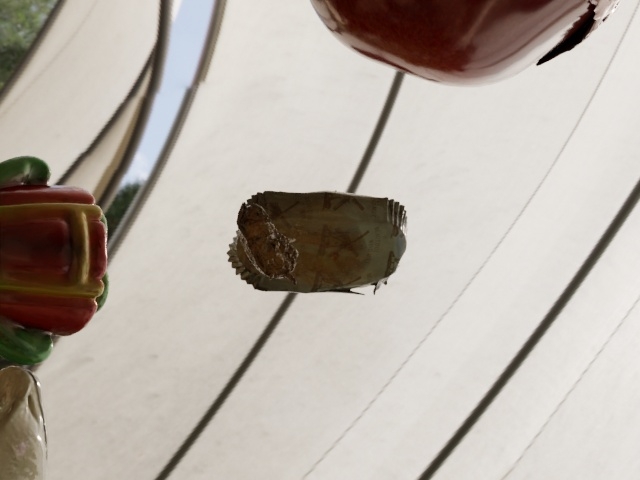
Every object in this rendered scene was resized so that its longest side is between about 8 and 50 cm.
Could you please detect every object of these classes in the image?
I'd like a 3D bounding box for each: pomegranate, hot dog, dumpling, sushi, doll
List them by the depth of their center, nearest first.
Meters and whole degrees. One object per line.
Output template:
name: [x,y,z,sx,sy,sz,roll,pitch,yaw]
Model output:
pomegranate: [0.086,-0.189,0.417,0.210,0.235,0.210,-1,-93,22]
doll: [-0.335,0.004,0.533,0.160,0.363,0.183,-11,-103,53]
sushi: [-0.067,0.006,0.897,0.118,0.061,0.060,43,-13,-6]
hot dog: [0.000,0.000,1.051,0.082,0.270,0.163,-109,-156,-63]
dumpling: [-0.528,0.377,1.092,0.260,0.181,0.341,-20,-101,40]
